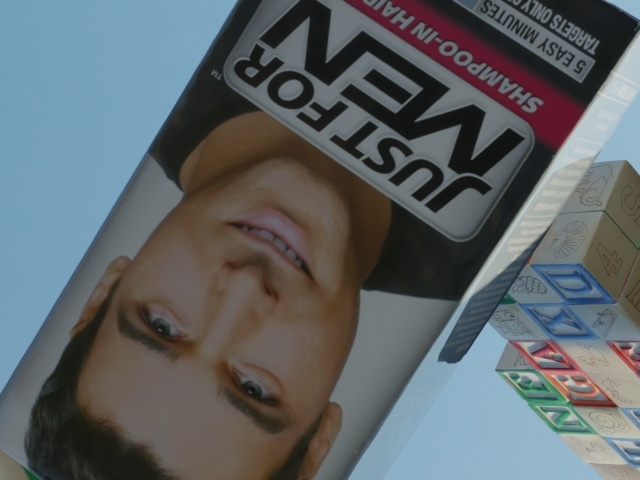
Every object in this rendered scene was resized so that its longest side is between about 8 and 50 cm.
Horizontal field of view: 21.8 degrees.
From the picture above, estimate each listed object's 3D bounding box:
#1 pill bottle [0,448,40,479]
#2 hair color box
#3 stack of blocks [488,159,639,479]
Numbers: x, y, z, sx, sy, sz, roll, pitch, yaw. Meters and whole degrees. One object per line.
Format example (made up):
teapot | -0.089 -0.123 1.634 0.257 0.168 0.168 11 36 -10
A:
pill bottle | -0.177 0.210 1.575 0.361 0.204 0.204 -19 -105 -40
hair color box | 0.000 0.000 0.888 0.185 0.374 0.113 35 -168 14
stack of blocks | 0.214 0.071 1.178 0.297 0.171 0.087 44 -120 -31
